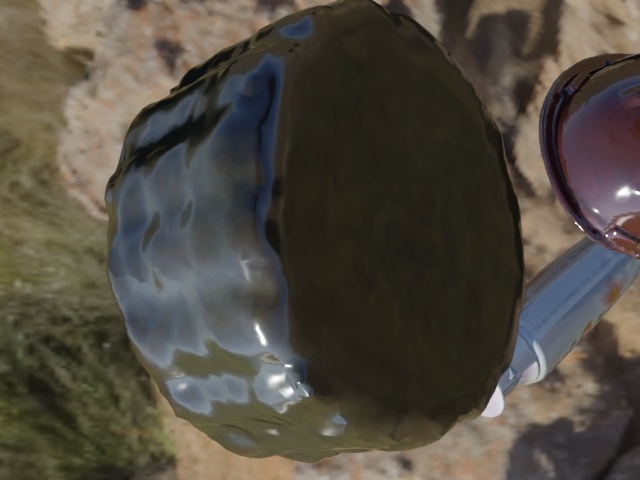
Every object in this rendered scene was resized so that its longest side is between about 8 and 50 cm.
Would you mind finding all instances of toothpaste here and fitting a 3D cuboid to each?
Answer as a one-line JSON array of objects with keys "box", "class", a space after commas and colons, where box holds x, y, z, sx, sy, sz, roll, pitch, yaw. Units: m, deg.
[{"box": [0.224, 0.022, 1.384, 0.066, 0.323, 0.100, 49, 151, 2], "class": "toothpaste"}]

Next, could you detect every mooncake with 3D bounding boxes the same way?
[{"box": [0.000, 0.000, 0.857, 0.124, 0.228, 0.228, -13, 80, 40], "class": "mooncake"}]

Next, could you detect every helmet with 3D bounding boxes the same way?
[{"box": [0.143, -0.042, 0.657, 0.057, 0.111, 0.089, -36, 69, 52], "class": "helmet"}]
